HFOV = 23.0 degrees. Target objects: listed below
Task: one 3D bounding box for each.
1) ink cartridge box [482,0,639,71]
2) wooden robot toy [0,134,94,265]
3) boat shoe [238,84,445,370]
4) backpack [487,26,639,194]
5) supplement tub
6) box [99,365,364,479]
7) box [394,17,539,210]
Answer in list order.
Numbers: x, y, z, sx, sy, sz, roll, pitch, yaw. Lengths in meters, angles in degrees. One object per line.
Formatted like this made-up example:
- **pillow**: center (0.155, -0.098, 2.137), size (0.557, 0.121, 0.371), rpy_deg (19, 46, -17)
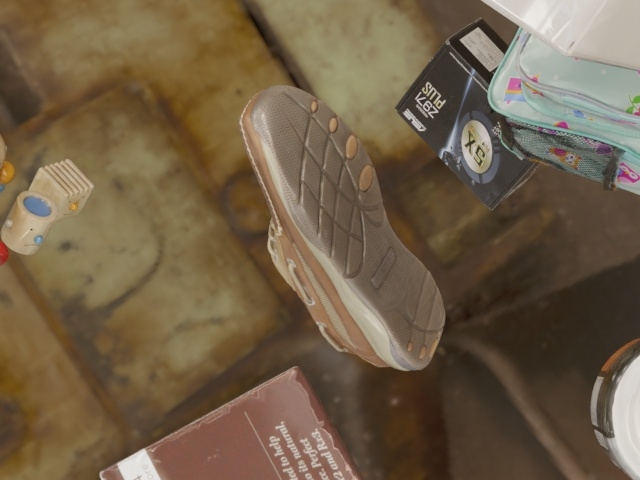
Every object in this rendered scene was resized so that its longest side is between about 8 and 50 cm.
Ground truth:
- **ink cartridge box**: center (0.131, -0.186, 0.704), size (0.171, 0.233, 0.168), rpy_deg (38, 109, 23)
- **wooden robot toy**: center (-0.201, -0.034, 0.946), size (0.076, 0.173, 0.079), rpy_deg (56, 129, 29)
- **boat shoe**: center (0.000, 0.000, 1.492), size (0.116, 0.123, 0.324), rpy_deg (-5, 125, 39)
- **backpack**: center (0.214, -0.109, 0.965), size (0.188, 0.165, 0.144), rpy_deg (25, 170, 11)
- **supplement tub**: center (0.255, 0.123, 1.130), size (0.117, 0.117, 0.190), rpy_deg (50, -178, 7)
- **box**: center (-0.042, 0.218, 1.205), size (0.168, 0.167, 0.203), rpy_deg (61, 177, 13)
- **box**: center (0.202, -0.154, 1.925), size (0.180, 0.077, 0.147), rpy_deg (48, 141, 7)
